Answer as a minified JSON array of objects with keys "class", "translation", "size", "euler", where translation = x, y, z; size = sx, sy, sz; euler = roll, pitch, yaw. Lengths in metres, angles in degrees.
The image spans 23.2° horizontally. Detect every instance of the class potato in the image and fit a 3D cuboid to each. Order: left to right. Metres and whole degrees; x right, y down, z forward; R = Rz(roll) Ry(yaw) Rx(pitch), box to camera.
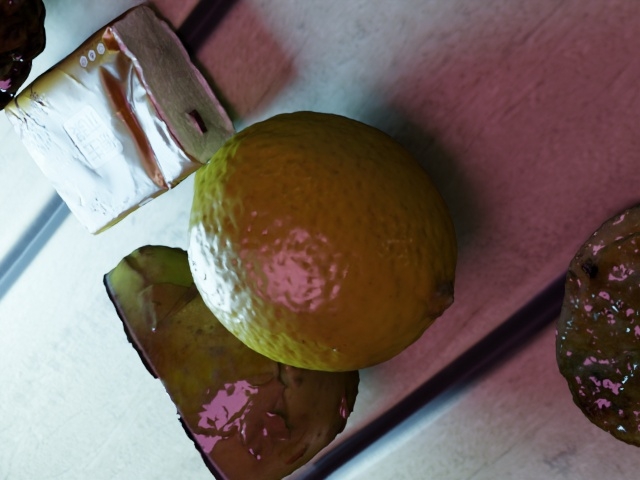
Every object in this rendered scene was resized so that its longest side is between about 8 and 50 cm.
[{"class":"potato","translation":[-0.083,0.114,1.704],"size":[0.299,0.196,0.246],"euler":[55,178,17]}]

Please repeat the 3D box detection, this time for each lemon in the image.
[{"class":"lemon","translation":[0.000,0.002,1.519],"size":[0.267,0.267,0.267],"euler":[18,129,24]}]

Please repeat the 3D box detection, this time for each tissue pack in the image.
[{"class":"tissue pack","translation":[-0.218,-0.129,1.691],"size":[0.226,0.092,0.183],"euler":[-27,103,46]}]

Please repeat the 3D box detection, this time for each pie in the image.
[{"class":"pie","translation":[0.346,0.097,1.456],"size":[0.277,0.078,0.277],"euler":[17,128,23]}]

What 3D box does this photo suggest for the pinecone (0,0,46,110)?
[{"class":"pinecone","translation":[-0.398,-0.235,1.654],"size":[0.244,0.243,0.257],"euler":[15,153,27]}]
